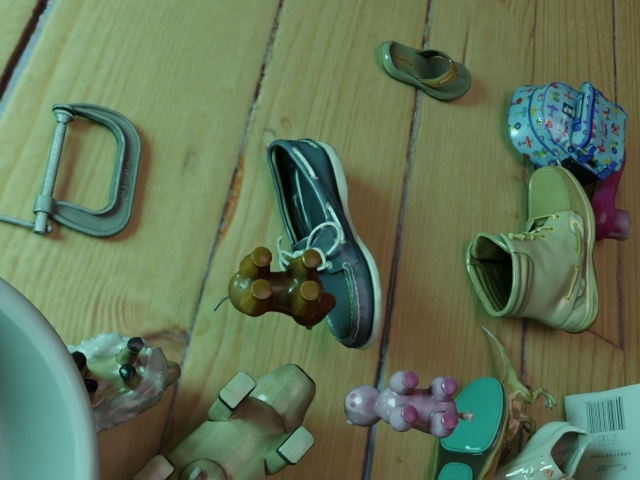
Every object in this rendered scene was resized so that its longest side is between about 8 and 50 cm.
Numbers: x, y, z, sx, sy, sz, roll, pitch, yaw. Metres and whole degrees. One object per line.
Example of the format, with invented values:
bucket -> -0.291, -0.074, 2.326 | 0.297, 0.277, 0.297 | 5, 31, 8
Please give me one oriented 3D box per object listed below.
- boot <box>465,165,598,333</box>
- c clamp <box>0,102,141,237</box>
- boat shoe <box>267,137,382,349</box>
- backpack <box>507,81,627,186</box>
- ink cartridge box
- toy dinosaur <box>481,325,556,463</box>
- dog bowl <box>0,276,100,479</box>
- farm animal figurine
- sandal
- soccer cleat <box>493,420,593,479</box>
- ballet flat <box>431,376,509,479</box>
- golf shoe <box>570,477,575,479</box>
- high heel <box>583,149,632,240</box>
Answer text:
boot -> 0.300, -0.004, 1.135 | 0.204, 0.095, 0.261 | 12, 69, -35
c clamp -> -0.237, -0.071, 0.755 | 0.137, 0.022, 0.160 | 25, 58, -30
boat shoe -> 0.000, 0.000, 0.876 | 0.079, 0.095, 0.254 | 1, 70, -42
backpack -> 0.389, -0.183, 1.263 | 0.173, 0.117, 0.158 | 32, 60, -21
ink cartridge box -> 0.504, 0.371, 1.124 | 0.310, 0.130, 0.271 | 19, 62, -34
toy dinosaur -> 0.260, 0.203, 1.040 | 0.093, 0.053, 0.183 | 19, 61, -32
dog bowl -> -0.290, 0.149, 0.461 | 0.349, 0.102, 0.348 | 10, 76, -43
farm animal figurine -> -0.042, 0.192, 0.714 | 0.327, 0.172, 0.330 | -25, 75, -25
sandal -> 0.162, -0.253, 1.149 | 0.180, 0.049, 0.072 | 11, 66, -37
soccer cleat -> 0.255, 0.293, 0.958 | 0.196, 0.076, 0.068 | -43, 97, -24
ballet flat -> 0.173, 0.271, 0.939 | 0.232, 0.080, 0.073 | -60, 140, -35
golf shoe -> 0.330, 0.327, 0.985 | 0.069, 0.176, 0.085 | 73, 9, -59
high heel -> 0.449, -0.114, 1.326 | 0.117, 0.082, 0.243 | 8, 71, -27
